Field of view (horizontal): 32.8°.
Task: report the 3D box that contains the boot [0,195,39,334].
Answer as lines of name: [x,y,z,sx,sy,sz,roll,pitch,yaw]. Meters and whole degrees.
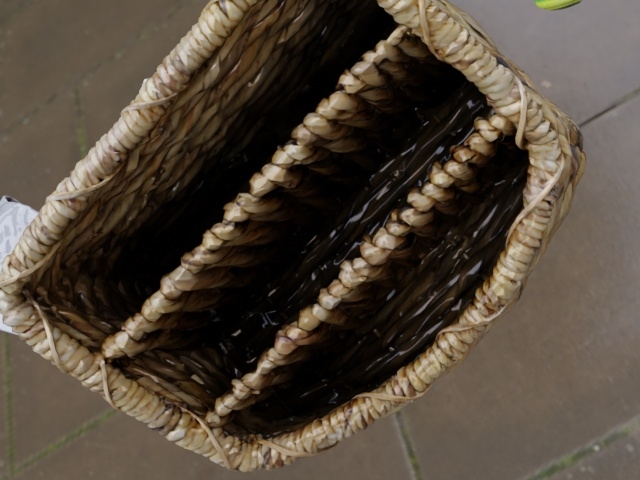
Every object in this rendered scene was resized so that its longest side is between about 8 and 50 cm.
boot: [-0.310,0.019,1.030,0.258,0.095,0.123,10,85,21]

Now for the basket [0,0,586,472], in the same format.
basket: [0.000,0.000,0.643,0.299,0.223,0.213,-45,78,16]

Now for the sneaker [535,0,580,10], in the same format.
sneaker: [0.250,-0.304,0.842,0.109,0.123,0.295,-35,-15,-42]
